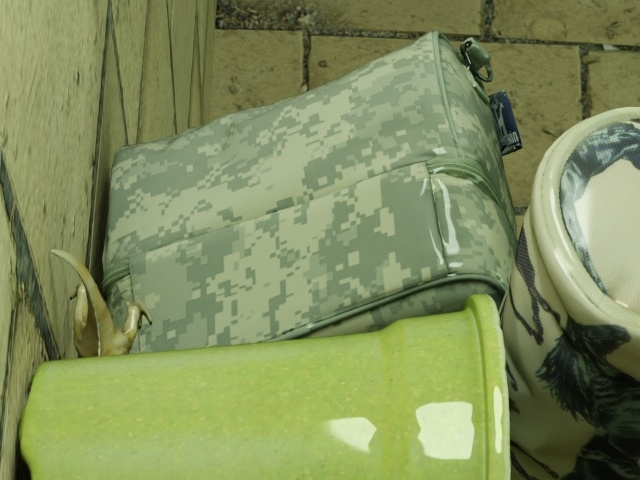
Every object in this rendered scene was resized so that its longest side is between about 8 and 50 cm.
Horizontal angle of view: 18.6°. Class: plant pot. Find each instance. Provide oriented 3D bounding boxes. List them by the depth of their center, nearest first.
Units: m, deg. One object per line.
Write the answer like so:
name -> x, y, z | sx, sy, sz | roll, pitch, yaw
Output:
plant pot -> -0.037, 0.162, 1.080 | 0.276, 0.253, 0.276 | -178, -90, -88

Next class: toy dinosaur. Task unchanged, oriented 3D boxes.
toy dinosaur -> -0.135, 0.065, 1.209 | 0.093, 0.053, 0.183 | -87, 180, -58

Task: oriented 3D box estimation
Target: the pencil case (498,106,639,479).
pencil case -> 0.169, 0.092, 1.226 | 0.410, 0.159, 0.184 | 104, 1, -52

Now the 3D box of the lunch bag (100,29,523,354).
lunch bag -> 0.000, 0.000, 1.407 | 0.212, 0.305, 0.256 | 51, 24, -57
